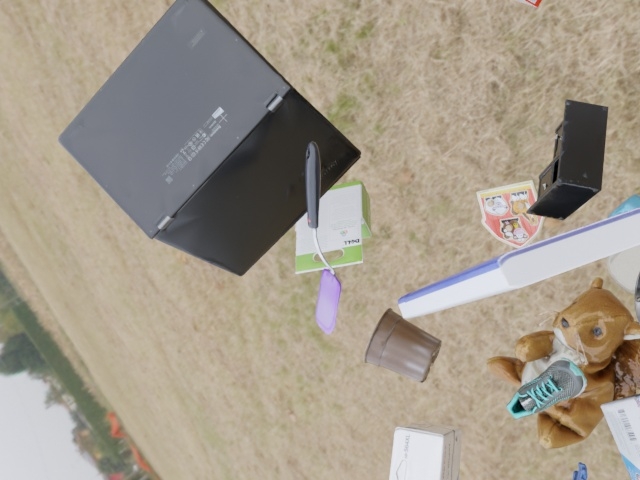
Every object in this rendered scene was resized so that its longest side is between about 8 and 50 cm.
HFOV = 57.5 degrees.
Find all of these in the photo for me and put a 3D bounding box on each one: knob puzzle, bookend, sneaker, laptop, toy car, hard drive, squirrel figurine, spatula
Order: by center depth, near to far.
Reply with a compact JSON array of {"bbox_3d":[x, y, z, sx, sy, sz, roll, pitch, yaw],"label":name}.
[{"bbox_3d":[0.254,0.042,0.789,0.318,0.210,0.040,132,120,-72],"label":"hard drive"},{"bbox_3d":[0.000,0.000,0.874,0.084,0.030,0.296,-140,40,-64],"label":"spatula"},{"bbox_3d":[0.353,0.243,0.924,0.065,0.076,0.166,51,150,22],"label":"sneaker"},{"bbox_3d":[0.433,-0.137,1.030,0.072,0.157,0.156,12,165,4],"label":"bookend"},{"bbox_3d":[0.698,-0.009,1.136,0.219,0.238,0.210,50,164,20],"label":"toy car"},{"bbox_3d":[-0.201,-0.183,1.149,0.408,0.382,0.236,46,-170,2],"label":"laptop"},{"bbox_3d":[0.669,0.271,1.422,0.281,0.397,0.370,-109,24,-53],"label":"squirrel figurine"},{"bbox_3d":[0.547,-0.063,1.667,0.213,0.030,0.213,18,122,31],"label":"knob puzzle"}]

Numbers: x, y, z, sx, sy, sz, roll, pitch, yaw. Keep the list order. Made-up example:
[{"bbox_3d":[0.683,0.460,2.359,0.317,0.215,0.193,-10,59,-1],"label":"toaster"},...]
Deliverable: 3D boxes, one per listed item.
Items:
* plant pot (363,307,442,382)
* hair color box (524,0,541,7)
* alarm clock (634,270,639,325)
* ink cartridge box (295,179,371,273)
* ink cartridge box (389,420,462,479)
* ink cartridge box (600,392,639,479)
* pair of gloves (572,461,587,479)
[{"bbox_3d":[0.226,0.290,1.567,0.165,0.167,0.167,24,143,20],"label":"plant pot"},{"bbox_3d":[0.562,-0.707,1.655,0.043,0.072,0.141,-65,30,22],"label":"hair color box"},{"bbox_3d":[0.541,0.099,0.875,0.192,0.129,0.064,42,157,-28],"label":"alarm clock"},{"bbox_3d":[0.035,-0.017,1.547,0.189,0.255,0.097,-10,147,17],"label":"ink cartridge box"},{"bbox_3d":[0.187,0.402,1.022,0.086,0.148,0.203,3,169,22],"label":"ink cartridge box"},{"bbox_3d":[0.685,0.352,1.043,0.270,0.197,0.198,86,169,-69],"label":"ink cartridge box"},{"bbox_3d":[0.624,0.633,1.396,0.023,0.198,0.159,11,103,14],"label":"pair of gloves"}]
